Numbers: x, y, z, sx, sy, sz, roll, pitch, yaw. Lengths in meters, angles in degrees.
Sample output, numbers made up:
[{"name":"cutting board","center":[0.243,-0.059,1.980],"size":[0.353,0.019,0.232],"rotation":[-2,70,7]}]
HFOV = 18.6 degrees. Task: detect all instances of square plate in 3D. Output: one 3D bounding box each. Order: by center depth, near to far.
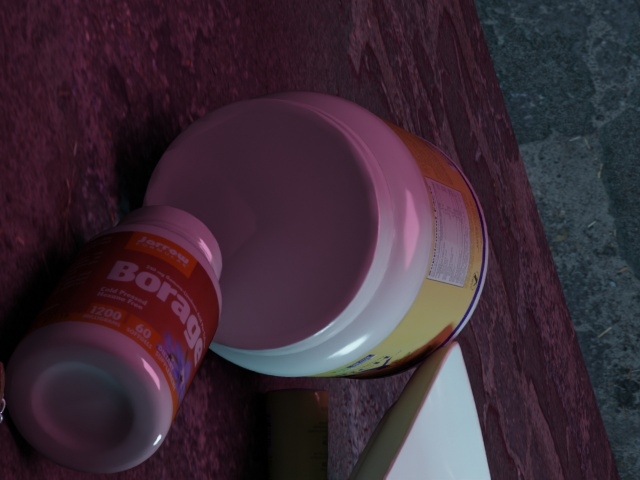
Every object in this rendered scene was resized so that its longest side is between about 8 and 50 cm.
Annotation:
[{"name":"square plate","center":[0.055,0.301,1.837],"size":[0.344,0.049,0.347],"rotation":[-59,156,-21]}]

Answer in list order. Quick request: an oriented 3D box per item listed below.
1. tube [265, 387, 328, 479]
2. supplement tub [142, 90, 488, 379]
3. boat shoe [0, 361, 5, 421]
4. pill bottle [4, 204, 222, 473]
[{"name":"tube","center":[-0.019,0.261,1.848],"size":[0.070,0.062,0.240],"rotation":[4,82,-32]},{"name":"supplement tub","center":[0.000,0.000,1.700],"size":[0.331,0.241,0.241],"rotation":[14,70,-72]},{"name":"boat shoe","center":[-0.225,0.097,1.221],"size":[0.066,0.066,0.183],"rotation":[22,62,-72]},{"name":"pill bottle","center":[-0.141,0.063,1.419],"size":[0.216,0.121,0.121],"rotation":[-68,146,-59]}]
